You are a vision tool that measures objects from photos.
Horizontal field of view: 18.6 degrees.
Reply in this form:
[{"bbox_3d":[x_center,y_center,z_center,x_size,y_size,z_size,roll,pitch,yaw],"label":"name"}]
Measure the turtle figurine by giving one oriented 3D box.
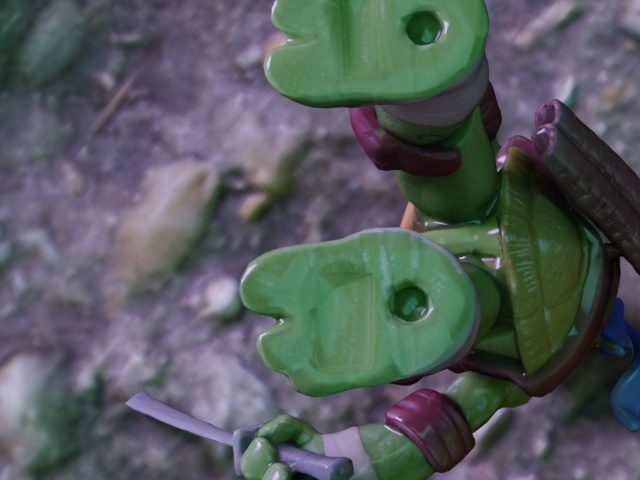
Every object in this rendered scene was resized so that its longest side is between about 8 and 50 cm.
[{"bbox_3d":[0.000,0.000,0.731,0.275,0.266,0.198,35,86,15],"label":"turtle figurine"}]
